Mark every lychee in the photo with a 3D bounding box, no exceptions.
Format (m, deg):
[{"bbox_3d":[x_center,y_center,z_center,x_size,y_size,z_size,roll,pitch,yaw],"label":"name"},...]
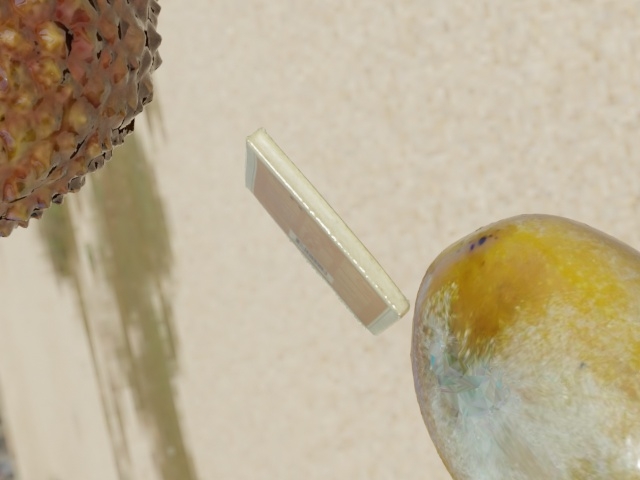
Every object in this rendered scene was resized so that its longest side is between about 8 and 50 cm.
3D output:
[{"bbox_3d":[-0.219,-0.141,1.158,0.271,0.271,0.271,168,90,-80],"label":"lychee"}]

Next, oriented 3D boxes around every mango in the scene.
[{"bbox_3d":[0.165,0.119,1.088,0.316,0.146,0.193,56,142,26],"label":"mango"}]

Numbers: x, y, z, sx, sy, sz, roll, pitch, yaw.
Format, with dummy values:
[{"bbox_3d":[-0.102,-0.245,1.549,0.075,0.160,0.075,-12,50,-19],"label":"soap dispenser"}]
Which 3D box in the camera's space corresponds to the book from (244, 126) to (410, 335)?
[{"bbox_3d":[0.001,-0.001,1.503,0.170,0.018,0.241,50,174,2],"label":"book"}]
